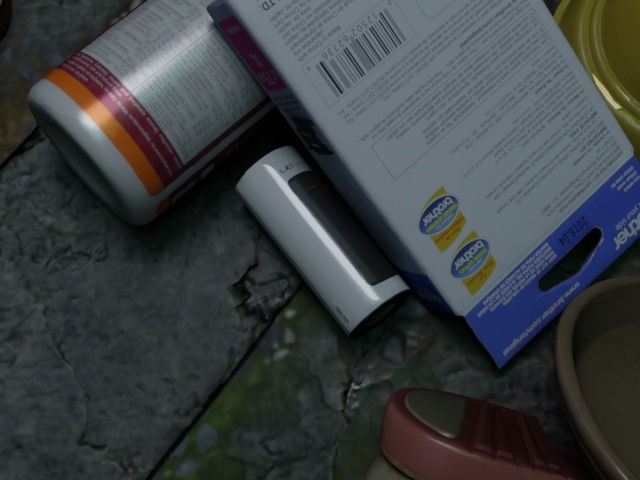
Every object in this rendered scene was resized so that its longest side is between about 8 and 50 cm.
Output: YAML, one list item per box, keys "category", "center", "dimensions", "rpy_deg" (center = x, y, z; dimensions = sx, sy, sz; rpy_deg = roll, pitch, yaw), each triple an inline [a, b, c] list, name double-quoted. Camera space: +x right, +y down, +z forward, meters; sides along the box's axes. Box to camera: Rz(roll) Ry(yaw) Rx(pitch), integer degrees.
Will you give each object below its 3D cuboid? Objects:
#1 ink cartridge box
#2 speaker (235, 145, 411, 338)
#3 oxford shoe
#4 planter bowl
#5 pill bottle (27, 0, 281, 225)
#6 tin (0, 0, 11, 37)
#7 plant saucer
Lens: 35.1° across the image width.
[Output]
- category: "ink cartridge box"
  center: [0.089, -0.087, 0.688]
  dimensions: [0.186, 0.065, 0.311]
  rpy_deg: [-42, 105, -15]
- category: "speaker"
  center: [0.000, 0.000, 0.705]
  dimensions: [0.055, 0.055, 0.136]
  rpy_deg: [-34, 74, -13]
- category: "oxford shoe"
  center: [0.184, 0.206, 0.623]
  dimensions: [0.348, 0.123, 0.130]
  rpy_deg: [21, 102, 1]
- category: "planter bowl"
  center: [0.286, -0.151, 0.752]
  dimensions: [0.217, 0.090, 0.217]
  rpy_deg: [1, 70, -2]
- category: "pill bottle"
  center: [-0.083, -0.122, 0.712]
  dimensions: [0.221, 0.121, 0.121]
  rpy_deg: [-42, 76, -16]
- category: "tin"
  center: [-0.321, -0.155, 0.762]
  dimensions: [0.190, 0.040, 0.106]
  rpy_deg: [-41, 72, -15]
- category: "plant saucer"
  center: [0.262, 0.124, 0.605]
  dimensions: [0.278, 0.041, 0.278]
  rpy_deg: [15, 34, -10]
